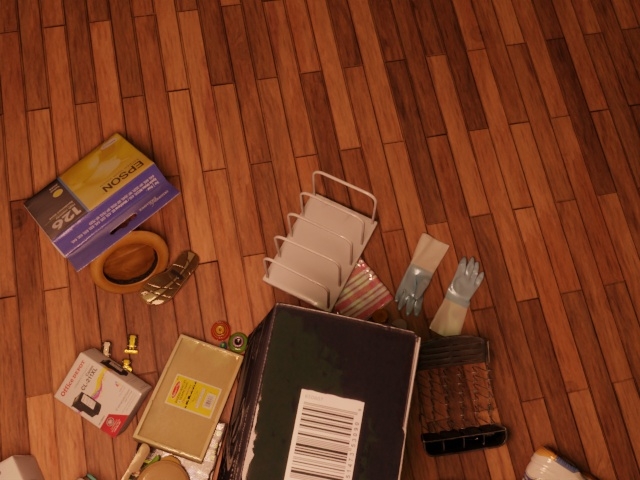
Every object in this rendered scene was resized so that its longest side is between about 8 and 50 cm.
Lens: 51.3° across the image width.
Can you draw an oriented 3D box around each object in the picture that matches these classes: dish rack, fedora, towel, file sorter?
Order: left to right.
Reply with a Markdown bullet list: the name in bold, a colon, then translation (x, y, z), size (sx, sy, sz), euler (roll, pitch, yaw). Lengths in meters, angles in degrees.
- **fedora**: translation (-0.474, 0.041, 1.640), size (0.194, 0.194, 0.079), euler (-31, 43, -13)
- **file sorter**: translation (0.000, 0.000, 1.648), size (0.192, 0.173, 0.278), euler (25, 70, 11)
- **towel**: translation (0.076, 0.113, 1.713), size (0.144, 0.029, 0.197), euler (-35, 79, -15)
- **dish rack**: translation (0.329, 0.366, 1.603), size (0.208, 0.074, 0.272), euler (-6, 94, -9)

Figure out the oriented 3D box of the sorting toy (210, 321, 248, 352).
- **sorting toy**: translation (-0.227, 0.240, 1.641), size (0.101, 0.042, 0.061), euler (30, 73, 4)

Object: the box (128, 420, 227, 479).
- **box**: translation (-0.332, 0.494, 1.556), size (0.190, 0.045, 0.184), euler (15, 75, -1)

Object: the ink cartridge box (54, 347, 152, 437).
- **ink cartridge box**: translation (-0.505, 0.352, 1.549), size (0.175, 0.072, 0.128), euler (32, 94, 5)

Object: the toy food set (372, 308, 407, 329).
- **toy food set**: translation (0.174, 0.294, 1.650), size (0.111, 0.105, 0.232), euler (-5, 55, 7)

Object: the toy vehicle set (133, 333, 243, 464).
- **toy vehicle set**: translation (-0.304, 0.367, 1.565), size (0.165, 0.035, 0.267), euler (20, 58, 2)

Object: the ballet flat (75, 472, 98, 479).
- **ballet flat**: translation (-0.395, 0.648, 1.400), size (0.400, 0.139, 0.139), euler (26, 72, 22)

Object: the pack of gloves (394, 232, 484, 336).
- **pack of gloves**: translation (0.312, 0.115, 1.725), size (0.195, 0.046, 0.232), euler (25, 73, 4)

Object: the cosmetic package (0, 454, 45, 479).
- **cosmetic package**: translation (-0.675, 0.584, 1.441), size (0.151, 0.151, 0.184), euler (-29, 78, -14)

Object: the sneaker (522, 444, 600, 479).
- **sneaker**: translation (0.615, 0.617, 1.586), size (0.296, 0.112, 0.131), euler (33, 91, 7)

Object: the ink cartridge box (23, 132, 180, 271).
- **ink cartridge box**: translation (-0.541, -0.105, 1.625), size (0.303, 0.072, 0.307), euler (-41, 44, -16)

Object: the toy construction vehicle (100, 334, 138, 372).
- **toy construction vehicle**: translation (-0.487, 0.278, 1.615), size (0.085, 0.035, 0.098), euler (4, 74, -14)

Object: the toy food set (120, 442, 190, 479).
- **toy food set**: translation (-0.351, 0.551, 1.488), size (0.192, 0.038, 0.132), euler (37, 63, -11)

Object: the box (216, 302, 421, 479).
- **box**: translation (-0.037, 0.419, 1.369), size (0.297, 0.472, 0.480), euler (13, 72, -7)

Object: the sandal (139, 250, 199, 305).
- **sandal**: translation (-0.374, 0.100, 1.671), size (0.072, 0.049, 0.180), euler (41, 60, 1)
